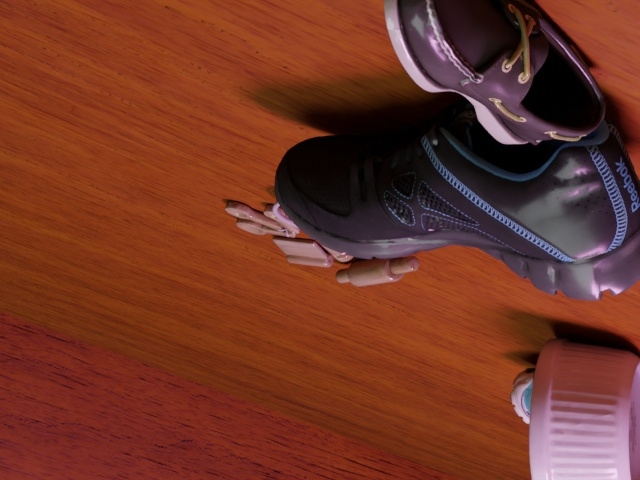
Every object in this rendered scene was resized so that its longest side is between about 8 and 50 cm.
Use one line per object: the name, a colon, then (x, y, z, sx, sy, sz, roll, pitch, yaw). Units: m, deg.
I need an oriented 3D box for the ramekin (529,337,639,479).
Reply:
ramekin: (0.319, 0.218, 1.678, 0.109, 0.207, 0.207, 1, 160, 22)

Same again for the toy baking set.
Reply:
toy baking set: (0.005, 0.003, 1.559, 0.197, 0.030, 0.256, 25, 163, -28)

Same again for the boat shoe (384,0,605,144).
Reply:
boat shoe: (0.115, -0.121, 0.920, 0.068, 0.081, 0.228, 4, 167, 32)

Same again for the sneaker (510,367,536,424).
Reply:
sneaker: (0.379, 0.232, 1.854, 0.275, 0.107, 0.110, 21, 155, -15)

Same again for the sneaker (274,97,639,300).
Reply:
sneaker: (0.102, -0.059, 1.142, 0.341, 0.125, 0.140, 9, 137, 34)
